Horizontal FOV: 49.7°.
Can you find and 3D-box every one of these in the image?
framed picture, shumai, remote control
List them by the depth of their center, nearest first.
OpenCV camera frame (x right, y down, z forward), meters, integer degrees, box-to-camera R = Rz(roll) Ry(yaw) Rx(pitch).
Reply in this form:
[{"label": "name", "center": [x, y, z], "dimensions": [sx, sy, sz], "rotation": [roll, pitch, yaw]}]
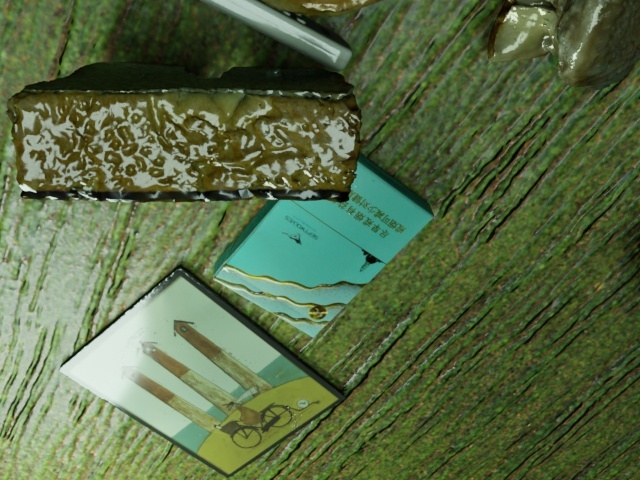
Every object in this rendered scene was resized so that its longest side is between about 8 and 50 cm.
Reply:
[{"label": "shumai", "center": [0.247, -0.229, 0.661], "dimensions": [0.153, 0.209, 0.161], "rotation": [28, 134, 30]}, {"label": "remote control", "center": [-0.055, -0.220, 0.666], "dimensions": [0.190, 0.087, 0.029], "rotation": [24, 112, -17]}, {"label": "framed picture", "center": [-0.159, 0.200, 0.969], "dimensions": [0.244, 0.013, 0.324], "rotation": [-39, 118, 18]}]

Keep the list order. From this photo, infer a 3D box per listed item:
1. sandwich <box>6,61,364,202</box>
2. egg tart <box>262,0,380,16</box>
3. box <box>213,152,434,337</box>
[{"label": "sandwich", "center": [-0.105, -0.109, 0.639], "dimensions": [0.273, 0.249, 0.095], "rotation": [0, 109, -4]}, {"label": "egg tart", "center": [-0.002, -0.333, 0.565], "dimensions": [0.288, 0.118, 0.288], "rotation": [-3, 108, -9]}, {"label": "box", "center": [0.000, 0.000, 0.837], "dimensions": [0.162, 0.041, 0.229], "rotation": [33, 114, -22]}]
